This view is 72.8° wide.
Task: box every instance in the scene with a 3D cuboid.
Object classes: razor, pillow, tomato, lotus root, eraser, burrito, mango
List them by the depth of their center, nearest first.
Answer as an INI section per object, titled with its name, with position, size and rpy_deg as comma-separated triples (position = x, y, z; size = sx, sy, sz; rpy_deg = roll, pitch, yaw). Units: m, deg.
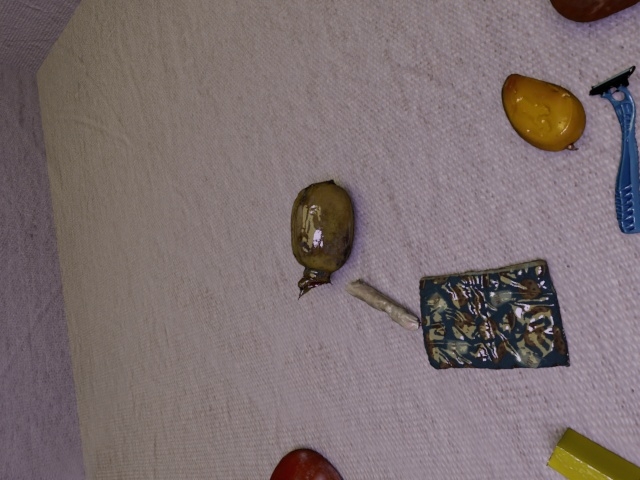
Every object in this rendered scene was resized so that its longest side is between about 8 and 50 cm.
[eraser]
position = 0.424, 0.351, 0.663
size = 0.122, 0.097, 0.045
rpy_deg = 26, 105, 36
[razor]
position = 0.481, -0.137, 0.685
size = 0.082, 0.042, 0.253
rpy_deg = 153, 115, -79
[mango]
position = 0.382, -0.222, 0.754
size = 0.101, 0.066, 0.187
rpy_deg = -54, 53, 31
[pillow]
position = 0.307, 0.146, 0.811
size = 0.255, 0.034, 0.189
rpy_deg = -13, 81, 35
[burrito]
position = 0.133, 0.138, 0.934
size = 0.185, 0.045, 0.041
rpy_deg = 30, 70, 37
[tomato]
position = -0.046, 0.607, 0.987
size = 0.233, 0.139, 0.200
rpy_deg = 44, 107, 32
[lotus root]
position = 0.002, 0.000, 0.988
size = 0.154, 0.154, 0.278
rpy_deg = 4, 89, 38

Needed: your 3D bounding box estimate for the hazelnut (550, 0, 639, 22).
[hazelnut]
position = 0.434, -0.436, 0.657
size = 0.182, 0.182, 0.182
rpy_deg = -3, 85, 38
